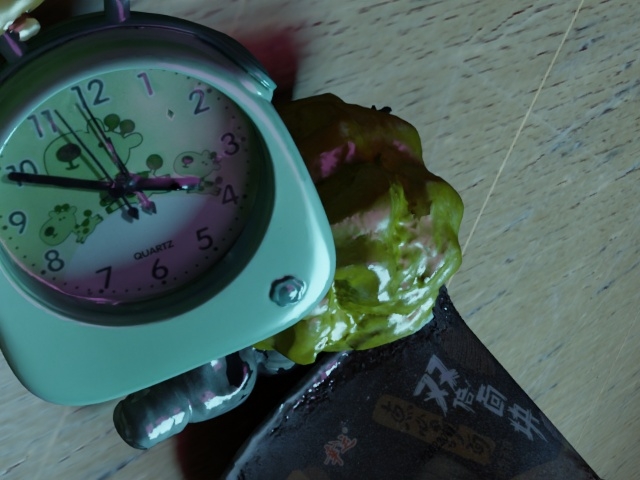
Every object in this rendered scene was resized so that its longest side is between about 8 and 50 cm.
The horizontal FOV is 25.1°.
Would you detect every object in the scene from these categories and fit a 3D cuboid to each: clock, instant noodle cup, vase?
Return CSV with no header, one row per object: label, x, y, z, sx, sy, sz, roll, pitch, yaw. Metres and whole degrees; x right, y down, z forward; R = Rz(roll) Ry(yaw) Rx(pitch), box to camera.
clock,-0.088,-0.034,0.639,0.159,0.066,0.211,-20,124,-8
instant noodle cup,0.074,0.168,0.929,0.217,0.207,0.217,-41,165,-13
vase,-0.039,0.060,0.861,0.211,0.060,0.060,-35,143,-35

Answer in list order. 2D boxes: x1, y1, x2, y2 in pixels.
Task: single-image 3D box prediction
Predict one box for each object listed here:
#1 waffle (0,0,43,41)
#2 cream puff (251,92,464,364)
waffle,-0.204,-0.145,0.392,0.224,0.098,0.327,-43,149,-21
cream puff,-0.001,0.000,0.782,0.156,0.121,0.156,-18,115,-43
